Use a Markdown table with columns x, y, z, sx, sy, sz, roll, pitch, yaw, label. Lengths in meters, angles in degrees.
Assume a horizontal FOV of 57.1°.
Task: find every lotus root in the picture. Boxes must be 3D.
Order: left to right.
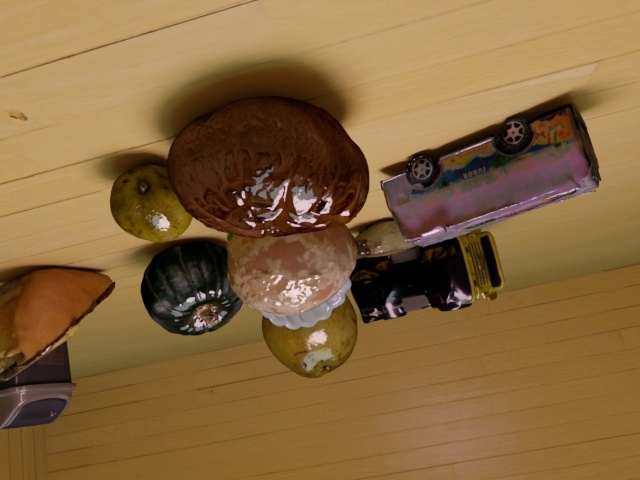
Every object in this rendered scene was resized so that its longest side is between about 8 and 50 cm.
| x | y | z | sx | sy | sz | roll | pitch | yaw | label |
| --- | --- | --- | --- | --- | --- | --- | --- | --- | --- |
| 0.132 | -0.004 | 1.299 | 0.144 | 0.070 | 0.143 | -7 | 172 | -31 | lotus root |

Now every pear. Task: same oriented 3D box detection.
| x | y | z | sx | sy | sz | roll | pitch | yaw | label |
| --- | --- | --- | --- | --- | --- | --- | --- | --- | --- |
| -0.225 | -0.048 | 0.791 | 0.107 | 0.107 | 0.131 | -10 | 170 | -3 | pear |
| -0.027 | 0.282 | 1.860 | 0.304 | 0.303 | 0.304 | -10 | 166 | -3 | pear |

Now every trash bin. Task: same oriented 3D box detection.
| x | y | z | sx | sy | sz | roll | pitch | yaw | label |
| --- | --- | --- | --- | --- | --- | --- | --- | --- | --- |
| -0.693 | 0.283 | 1.365 | 0.182 | 0.290 | 0.209 | -14 | 165 | 14 | trash bin |

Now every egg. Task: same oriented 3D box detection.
| x | y | z | sx | sy | sz | roll | pitch | yaw | label |
| --- | --- | --- | --- | --- | --- | --- | --- | --- | --- |
| -0.049 | 0.030 | 1.043 | 0.245 | 0.203 | 0.203 | -14 | 169 | -26 | egg |

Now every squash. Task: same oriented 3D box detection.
| x | y | z | sx | sy | sz | roll | pitch | yaw | label |
| --- | --- | --- | --- | --- | --- | --- | --- | --- | --- |
| -0.256 | 0.098 | 1.195 | 0.218 | 0.172 | 0.218 | -5 | 156 | -2 | squash |

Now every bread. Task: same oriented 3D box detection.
| x | y | z | sx | sy | sz | roll | pitch | yaw | label |
| --- | --- | --- | --- | --- | --- | --- | --- | --- | --- |
| -0.553 | 0.139 | 1.179 | 0.204 | 0.162 | 0.262 | -20 | -155 | 28 | bread |

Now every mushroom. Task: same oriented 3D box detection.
| x | y | z | sx | sy | sz | roll | pitch | yaw | label |
| --- | --- | --- | --- | --- | --- | --- | --- | --- | --- |
| -0.060 | -0.081 | 0.710 | 0.253 | 0.153 | 0.253 | 0 | 168 | 0 | mushroom |

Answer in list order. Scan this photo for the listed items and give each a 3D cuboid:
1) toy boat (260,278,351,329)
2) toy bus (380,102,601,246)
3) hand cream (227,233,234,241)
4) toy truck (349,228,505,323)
| x | y | z | sx | sy | sz | roll | pitch | yaw | label |
| --- | --- | --- | --- | --- | --- | --- | --- | --- | --- |
| -0.058 | 0.103 | 1.352 | 0.290 | 0.100 | 0.199 | 16 | 113 | -50 | toy boat |
| 0.254 | -0.090 | 0.909 | 0.317 | 0.137 | 0.112 | -22 | 161 | 33 | toy bus |
| -0.132 | -0.006 | 1.187 | 0.122 | 0.023 | 0.036 | 3 | 171 | -43 | hand cream |
| 0.258 | 0.087 | 1.467 | 0.254 | 0.180 | 0.405 | -13 | 176 | -38 | toy truck |
